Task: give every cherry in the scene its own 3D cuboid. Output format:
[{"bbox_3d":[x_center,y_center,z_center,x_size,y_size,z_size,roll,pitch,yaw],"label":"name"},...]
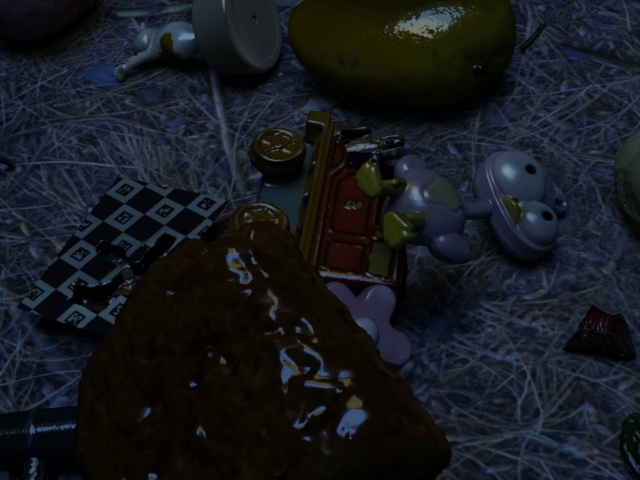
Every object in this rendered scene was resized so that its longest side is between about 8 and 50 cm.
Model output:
[{"bbox_3d":[-0.528,-0.465,1.987,0.285,0.213,0.236,-21,53,-24],"label":"cherry"}]

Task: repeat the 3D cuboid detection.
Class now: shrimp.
[{"bbox_3d":[0.052,-0.144,1.690,0.162,0.045,0.095,-10,23,8],"label":"shrimp"}]

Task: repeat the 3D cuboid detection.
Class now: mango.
[{"bbox_3d":[0.122,-0.328,1.744,0.365,0.182,0.253,9,52,13],"label":"mango"}]

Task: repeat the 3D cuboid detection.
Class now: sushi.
[{"bbox_3d":[-0.268,0.032,1.558,0.192,0.043,0.279,12,49,22],"label":"sushi"}]

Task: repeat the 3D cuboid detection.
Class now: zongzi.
[{"bbox_3d":[0.335,0.118,1.368,0.073,0.067,0.083,-37,31,-10],"label":"zongzi"}]

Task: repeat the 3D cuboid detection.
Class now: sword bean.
[{"bbox_3d":[0.352,-0.338,1.840,0.012,0.012,0.083,22,51,28],"label":"sword bean"}]

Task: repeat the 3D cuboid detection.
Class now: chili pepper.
[{"bbox_3d":[0.368,0.243,1.238,0.055,0.035,0.118,-37,44,-3],"label":"chili pepper"}]

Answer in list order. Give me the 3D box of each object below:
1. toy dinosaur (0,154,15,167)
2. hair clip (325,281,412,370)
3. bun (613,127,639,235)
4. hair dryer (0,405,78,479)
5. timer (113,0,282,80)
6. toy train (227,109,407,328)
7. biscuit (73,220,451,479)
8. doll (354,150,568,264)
[{"bbox_3d":[-0.575,-0.046,1.696,0.247,0.075,0.188,-18,54,-16],"label":"toy dinosaur"},{"bbox_3d":[0.036,0.171,1.287,0.146,0.075,0.257,13,78,-18],"label":"hair clip"},{"bbox_3d":[0.517,-0.096,1.471,0.259,0.152,0.259,-3,45,3],"label":"bun"},{"bbox_3d":[-0.324,0.295,1.295,0.124,0.071,0.219,-5,51,5],"label":"hair dryer"},{"bbox_3d":[-0.220,-0.344,1.880,0.266,0.175,0.175,-9,41,29],"label":"timer"},{"bbox_3d":[0.000,0.000,1.464,0.231,0.163,0.369,9,46,1],"label":"toy train"},{"bbox_3d":[-0.091,0.197,1.175,0.343,0.166,0.395,-54,47,14],"label":"biscuit"},{"bbox_3d":[0.196,-0.043,1.434,0.365,0.094,0.160,-5,59,-39],"label":"doll"}]
